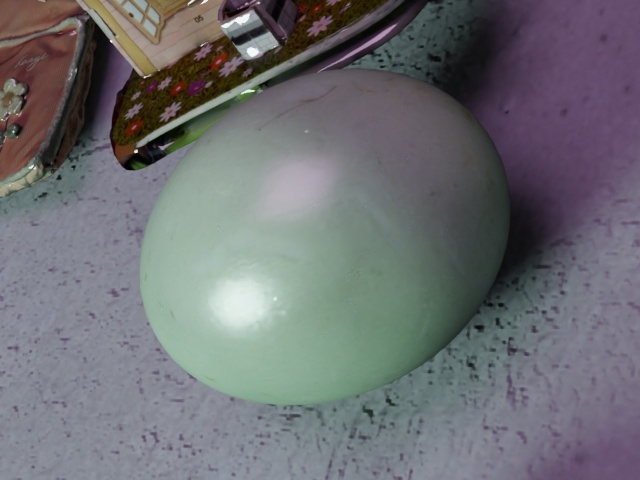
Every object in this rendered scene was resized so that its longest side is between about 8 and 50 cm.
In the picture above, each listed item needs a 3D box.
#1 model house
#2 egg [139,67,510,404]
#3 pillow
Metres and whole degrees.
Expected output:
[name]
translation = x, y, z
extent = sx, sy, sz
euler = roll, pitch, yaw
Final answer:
[model house]
translation = -0.050, -0.206, 0.991
extent = 0.207, 0.154, 0.294
euler = -26, 31, 25
[egg]
translation = 0.000, 0.000, 0.882
extent = 0.192, 0.149, 0.149
euler = -30, 48, 31
[pillow]
translation = -0.187, -0.125, 1.202
extent = 0.126, 0.043, 0.233
euler = -13, 56, 37
